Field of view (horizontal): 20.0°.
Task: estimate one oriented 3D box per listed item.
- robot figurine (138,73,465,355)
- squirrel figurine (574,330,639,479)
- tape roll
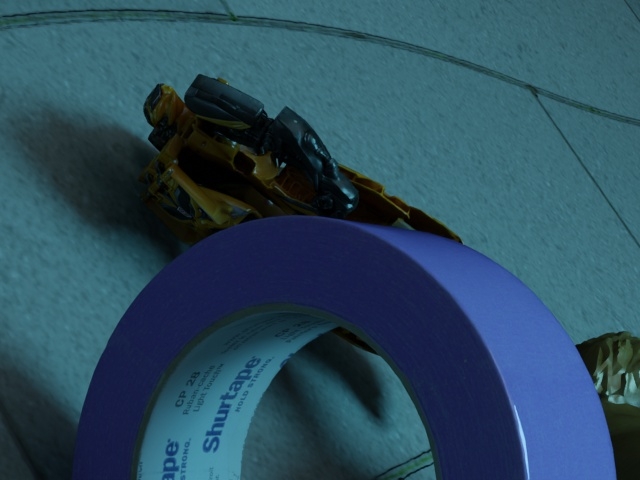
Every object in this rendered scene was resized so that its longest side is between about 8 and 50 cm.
[{"bbox_3d":[0.000,0.000,1.185,0.291,0.085,0.211,35,-16,-7],"label":"robot figurine"},{"bbox_3d":[0.227,0.268,1.076,0.370,0.281,0.397,45,29,-24],"label":"squirrel figurine"},{"bbox_3d":[0.005,0.127,0.900,0.090,0.275,0.274,8,48,-54],"label":"tape roll"}]
